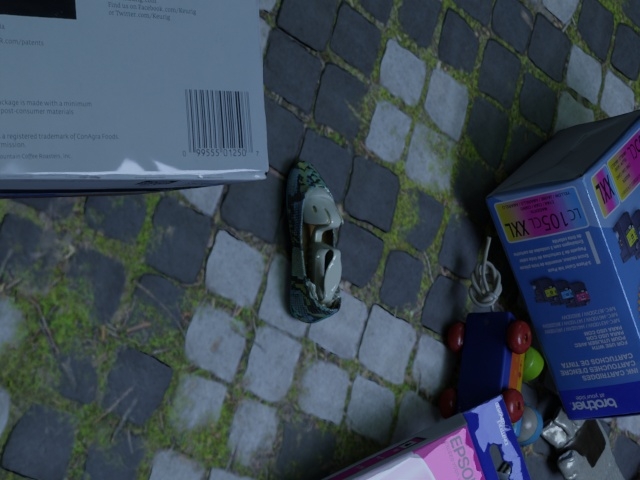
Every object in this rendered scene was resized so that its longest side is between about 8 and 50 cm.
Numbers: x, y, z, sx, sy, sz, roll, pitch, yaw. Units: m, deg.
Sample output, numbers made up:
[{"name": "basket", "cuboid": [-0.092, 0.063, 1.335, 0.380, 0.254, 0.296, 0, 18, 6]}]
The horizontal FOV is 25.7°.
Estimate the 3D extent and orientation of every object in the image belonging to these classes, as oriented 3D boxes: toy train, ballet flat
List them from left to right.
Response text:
[{"name": "ballet flat", "cuboid": [0.000, 0.000, 1.603, 0.070, 0.070, 0.188, 0, 86, -42]}, {"name": "toy train", "cuboid": [0.239, 0.134, 1.789, 0.143, 0.105, 0.248, 31, 63, -50]}]

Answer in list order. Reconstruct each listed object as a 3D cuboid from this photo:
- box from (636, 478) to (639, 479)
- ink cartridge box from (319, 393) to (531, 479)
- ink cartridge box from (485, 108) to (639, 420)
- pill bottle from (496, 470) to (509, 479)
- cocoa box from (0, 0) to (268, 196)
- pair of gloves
[{"name": "box", "cuboid": [0.569, 0.369, 1.938, 0.128, 0.257, 0.122, 55, 19, -23]}, {"name": "ink cartridge box", "cuboid": [0.099, 0.325, 1.588, 0.371, 0.069, 0.176, -22, 96, -26]}, {"name": "ink cartridge box", "cuboid": [0.397, 0.058, 1.869, 0.270, 0.151, 0.395, -39, 113, -50]}, {"name": "pill bottle", "cuboid": [0.195, 0.378, 1.713, 0.103, 0.103, 0.184, 35, 64, -34]}, {"name": "cocoa box", "cuboid": [-0.253, -0.157, 1.280, 0.347, 0.228, 0.231, -3, 88, -42]}, {"name": "pair of gloves", "cuboid": [0.330, 0.342, 1.880, 0.240, 0.042, 0.204, -43, 114, -35]}]
